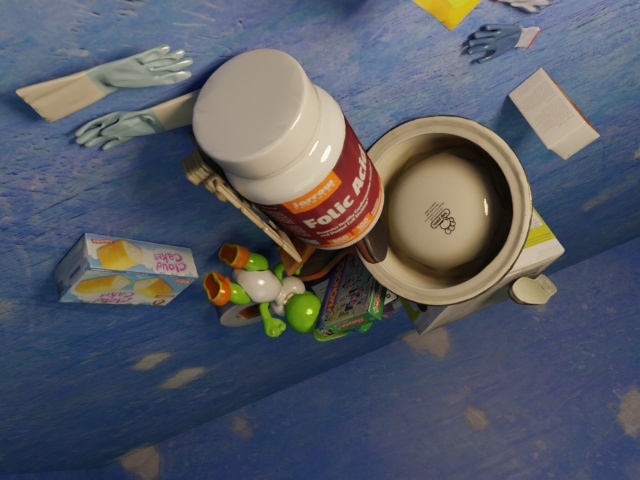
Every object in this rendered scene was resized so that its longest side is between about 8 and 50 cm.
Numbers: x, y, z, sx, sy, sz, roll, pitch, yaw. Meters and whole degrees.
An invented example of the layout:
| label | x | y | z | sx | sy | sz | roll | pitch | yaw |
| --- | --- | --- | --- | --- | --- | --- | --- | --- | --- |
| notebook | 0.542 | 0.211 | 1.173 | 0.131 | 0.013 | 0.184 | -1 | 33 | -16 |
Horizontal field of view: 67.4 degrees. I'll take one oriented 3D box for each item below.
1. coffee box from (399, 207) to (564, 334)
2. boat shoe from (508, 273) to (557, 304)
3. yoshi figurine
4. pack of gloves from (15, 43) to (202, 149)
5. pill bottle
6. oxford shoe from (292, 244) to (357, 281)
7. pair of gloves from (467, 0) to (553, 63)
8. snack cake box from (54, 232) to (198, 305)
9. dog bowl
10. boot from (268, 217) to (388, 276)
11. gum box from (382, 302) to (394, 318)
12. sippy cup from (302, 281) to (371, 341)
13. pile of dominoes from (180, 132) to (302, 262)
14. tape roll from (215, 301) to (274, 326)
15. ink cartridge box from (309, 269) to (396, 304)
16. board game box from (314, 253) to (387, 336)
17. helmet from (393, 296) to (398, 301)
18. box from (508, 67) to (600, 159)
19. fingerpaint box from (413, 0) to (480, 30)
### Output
| label | x | y | z | sx | sy | sz | roll | pitch | yaw |
| --- | --- | --- | --- | --- | --- | --- | --- | --- | --- |
| coffee box | 0.397 | 0.021 | 1.393 | 0.338 | 0.334 | 0.337 | -17 | 154 | -20 |
| boat shoe | 0.560 | 0.146 | 1.293 | 0.233 | 0.084 | 0.079 | -2 | 145 | -48 |
| yoshi figurine | -0.115 | 0.147 | 1.287 | 0.204 | 0.203 | 0.362 | -28 | 141 | 31 |
| pack of gloves | -0.291 | -0.221 | 0.729 | 0.232 | 0.046 | 0.195 | -18 | 166 | -4 |
| pill bottle | -0.036 | -0.140 | 0.858 | 0.224 | 0.224 | 0.392 | -28 | 155 | 11 |
| oxford shoe | 0.009 | 0.000 | 1.336 | 0.133 | 0.130 | 0.364 | 38 | 129 | -25 |
| pair of gloves | 0.360 | -0.415 | 0.889 | 0.159 | 0.023 | 0.198 | -11 | 151 | -20 |
| snack cake box | -0.440 | 0.075 | 1.104 | 0.152 | 0.089 | 0.264 | -39 | 150 | 28 |
| dog bowl | 0.270 | -0.066 | 1.082 | 0.408 | 0.408 | 0.150 | -38 | 162 | 28 |
| boot | 0.000 | 0.000 | 1.118 | 0.280 | 0.264 | 0.096 | -41 | 159 | 30 |
| gum box | 0.181 | 0.202 | 1.742 | 0.107 | 0.188 | 0.062 | -5 | 149 | -32 |
| sippy cup | 0.033 | 0.195 | 1.594 | 0.224 | 0.305 | 0.240 | -1 | 179 | -18 |
| pile of dominoes | -0.148 | -0.068 | 0.869 | 0.040 | 0.196 | 0.251 | -40 | 132 | 5 |
| tape roll | -0.224 | 0.197 | 1.538 | 0.219 | 0.072 | 0.219 | -18 | 153 | -9 |
| ink cartridge box | 0.089 | 0.129 | 1.466 | 0.223 | 0.224 | 0.045 | -29 | -171 | -2 |
| board game box | 0.102 | 0.089 | 1.281 | 0.046 | 0.317 | 0.213 | 36 | 141 | -24 |
| helmet | 0.219 | 0.130 | 1.654 | 0.162 | 0.169 | 0.169 | 1 | 150 | -9 |
| box | 0.536 | -0.289 | 1.104 | 0.130 | 0.170 | 0.091 | 7 | 142 | -47 |
| fingerpaint box | 0.113 | -0.463 | 0.428 | 0.445 | 0.163 | 0.371 | 5 | 144 | -45 |
